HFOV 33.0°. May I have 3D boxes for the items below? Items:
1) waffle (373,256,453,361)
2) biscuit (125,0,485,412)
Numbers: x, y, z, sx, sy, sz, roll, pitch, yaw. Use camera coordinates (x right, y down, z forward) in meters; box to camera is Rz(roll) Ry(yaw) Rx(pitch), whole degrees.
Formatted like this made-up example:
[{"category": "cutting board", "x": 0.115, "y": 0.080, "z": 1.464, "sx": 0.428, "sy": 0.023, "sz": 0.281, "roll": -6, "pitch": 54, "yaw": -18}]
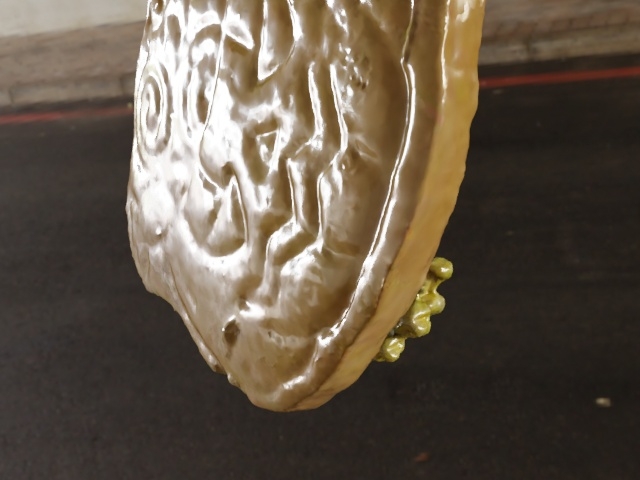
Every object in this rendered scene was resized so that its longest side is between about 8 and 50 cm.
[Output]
[{"category": "waffle", "x": 0.000, "y": 0.000, "z": 1.306, "sx": 0.261, "sy": 0.324, "sz": 0.151, "roll": -24, "pitch": 0, "yaw": 22}, {"category": "biscuit", "x": -0.038, "y": -0.089, "z": 0.728, "sx": 0.062, "sy": 0.385, "sz": 0.365, "roll": -1, "pitch": 25, "yaw": -35}]
